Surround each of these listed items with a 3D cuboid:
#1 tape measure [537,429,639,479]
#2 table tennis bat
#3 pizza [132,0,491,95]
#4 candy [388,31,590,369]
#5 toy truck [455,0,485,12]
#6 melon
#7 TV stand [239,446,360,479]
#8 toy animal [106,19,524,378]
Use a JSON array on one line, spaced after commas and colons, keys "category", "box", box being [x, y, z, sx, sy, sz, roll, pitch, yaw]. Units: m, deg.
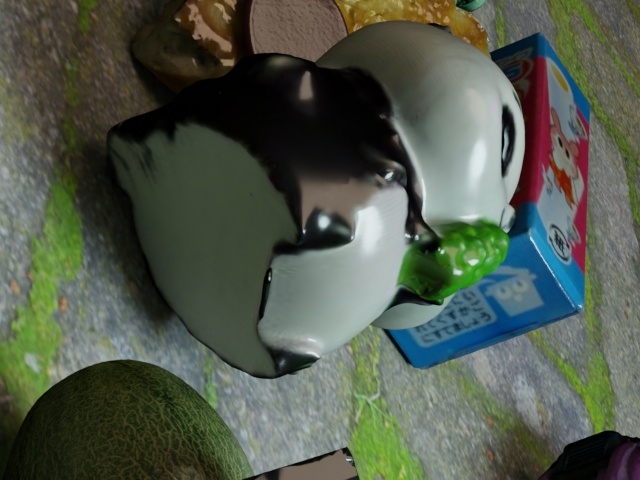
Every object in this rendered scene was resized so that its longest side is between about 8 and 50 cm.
[{"category": "tape measure", "box": [0.265, 0.291, 1.580, 0.231, 0.149, 0.245, 59, 25, -13]}, {"category": "table tennis bat", "box": [-0.020, -0.169, 1.327, 0.098, 0.019, 0.154, -7, 84, -41]}, {"category": "pizza", "box": [-0.004, -0.171, 1.409, 0.336, 0.086, 0.226, -4, 77, -40]}, {"category": "candy", "box": [0.139, -0.040, 1.594, 0.100, 0.157, 0.306, 54, 28, -27]}, {"category": "toy truck", "box": [0.097, -0.205, 1.768, 0.080, 0.078, 0.154, 43, 46, -29]}, {"category": "melon", "box": [-0.095, 0.157, 0.971, 0.139, 0.139, 0.192, 14, 55, -61]}, {"category": "TV stand", "box": [-0.103, 0.174, 0.837, 0.270, 0.083, 0.088, -15, 81, -28]}, {"category": "toy animal", "box": [0.023, -0.031, 1.223, 0.267, 0.212, 0.212, -17, 84, -34]}]
